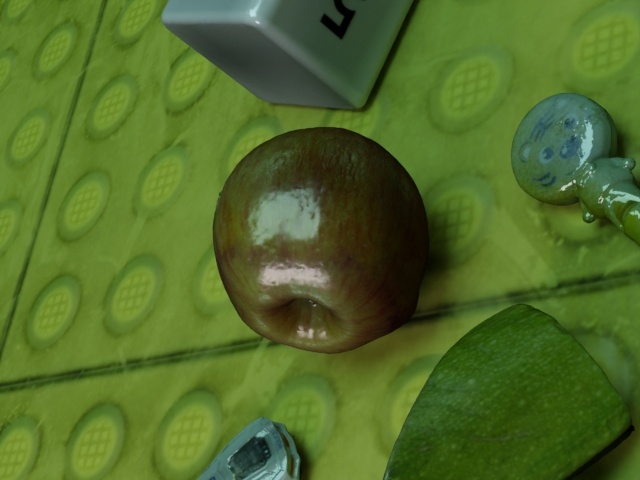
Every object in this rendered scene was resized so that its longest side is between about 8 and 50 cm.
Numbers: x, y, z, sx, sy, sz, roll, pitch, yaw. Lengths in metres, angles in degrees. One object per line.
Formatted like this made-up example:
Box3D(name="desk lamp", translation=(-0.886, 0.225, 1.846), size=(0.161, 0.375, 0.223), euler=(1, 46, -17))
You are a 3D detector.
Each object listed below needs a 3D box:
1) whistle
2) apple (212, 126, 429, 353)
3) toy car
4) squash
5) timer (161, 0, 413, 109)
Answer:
Box3D(name="whistle", translation=(0.247, -0.057, 1.161), size=(0.104, 0.057, 0.198), euler=(-56, 45, 16))
Box3D(name="apple", translation=(0.000, 0.000, 1.243), size=(0.211, 0.211, 0.188), euler=(-21, 43, 35))
Box3D(name="toy car", translation=(-0.098, 0.263, 1.284), size=(0.205, 0.056, 0.095), euler=(-44, 42, 13))
Box3D(name="squash", translation=(0.098, 0.155, 1.044), size=(0.252, 0.093, 0.169), euler=(-31, 31, -13))
Box3D(name="timer", translation=(-0.029, -0.280, 1.478), size=(0.192, 0.194, 0.195), euler=(11, 71, 49))
